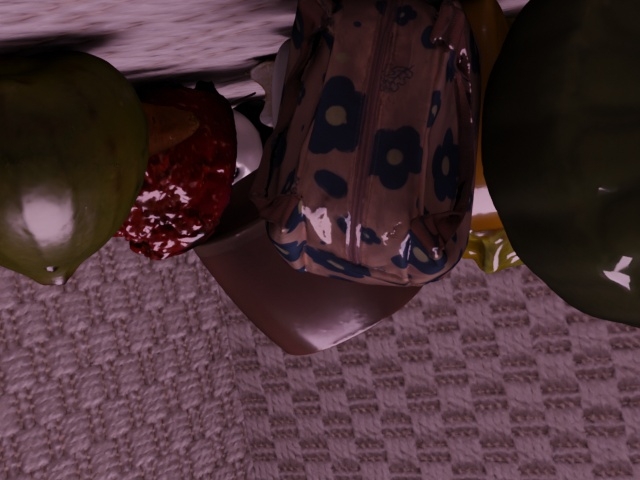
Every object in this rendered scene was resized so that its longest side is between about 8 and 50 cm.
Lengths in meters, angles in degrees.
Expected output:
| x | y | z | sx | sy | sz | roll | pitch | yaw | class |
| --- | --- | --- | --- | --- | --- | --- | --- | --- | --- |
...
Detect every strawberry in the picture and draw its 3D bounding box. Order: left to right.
| x | y | z | sx | sy | sz | roll | pitch | yaw | class |
| --- | --- | --- | --- | --- | --- | --- | --- | --- | --- |
| -0.225 | -0.083 | 1.433 | 0.274 | 0.220 | 0.274 | -15 | -178 | 1 | strawberry |

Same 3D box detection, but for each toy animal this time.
| x | y | z | sx | sy | sz | roll | pitch | yaw | class |
| --- | --- | --- | --- | --- | --- | --- | --- | --- | --- |
| -0.157 | -0.152 | 1.953 | 0.235 | 0.165 | 0.187 | -15 | 163 | -45 | toy animal |

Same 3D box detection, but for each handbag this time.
| x | y | z | sx | sy | sz | roll | pitch | yaw | class |
| --- | --- | --- | --- | --- | --- | --- | --- | --- | --- |
| 0.043 | -0.090 | 0.954 | 0.190 | 0.251 | 0.193 | 6 | 177 | 3 | handbag |

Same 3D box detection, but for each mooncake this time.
| x | y | z | sx | sy | sz | roll | pitch | yaw | class |
| --- | --- | --- | --- | --- | --- | --- | --- | --- | --- |
| 0.311 | -0.087 | 0.971 | 0.351 | 0.351 | 0.187 | -12 | -173 | -17 | mooncake |

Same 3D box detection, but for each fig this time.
| x | y | z | sx | sy | sz | roll | pitch | yaw | class |
| --- | --- | --- | --- | --- | --- | --- | --- | --- | --- |
| -0.246 | -0.054 | 0.997 | 0.203 | 0.225 | 0.203 | -5 | -153 | 2 | fig |

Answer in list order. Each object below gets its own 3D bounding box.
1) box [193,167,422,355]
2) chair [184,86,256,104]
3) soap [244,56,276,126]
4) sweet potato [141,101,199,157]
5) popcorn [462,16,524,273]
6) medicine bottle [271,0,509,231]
| x | y | z | sx | sy | sz | roll | pitch | yaw | class |
| --- | --- | --- | --- | --- | --- | --- | --- | --- | --- |
| 0.000 | 0.000 | 1.545 | 0.301 | 0.216 | 0.301 | -31 | -163 | 10 | box |
| -0.176 | -0.171 | 1.643 | 0.095 | 0.104 | 0.221 | -32 | -170 | -27 | chair |
| 0.013 | -0.196 | 1.464 | 0.174 | 0.089 | 0.274 | -11 | -176 | 7 | soap |
| -0.291 | -0.113 | 1.189 | 0.112 | 0.112 | 0.359 | -8 | -172 | 43 | sweet potato |
| 0.241 | -0.134 | 1.456 | 0.312 | 0.312 | 0.312 | -11 | -177 | 1 | popcorn |
| 0.092 | -0.117 | 1.196 | 0.232 | 0.237 | 0.238 | -9 | -176 | 17 | medicine bottle |
